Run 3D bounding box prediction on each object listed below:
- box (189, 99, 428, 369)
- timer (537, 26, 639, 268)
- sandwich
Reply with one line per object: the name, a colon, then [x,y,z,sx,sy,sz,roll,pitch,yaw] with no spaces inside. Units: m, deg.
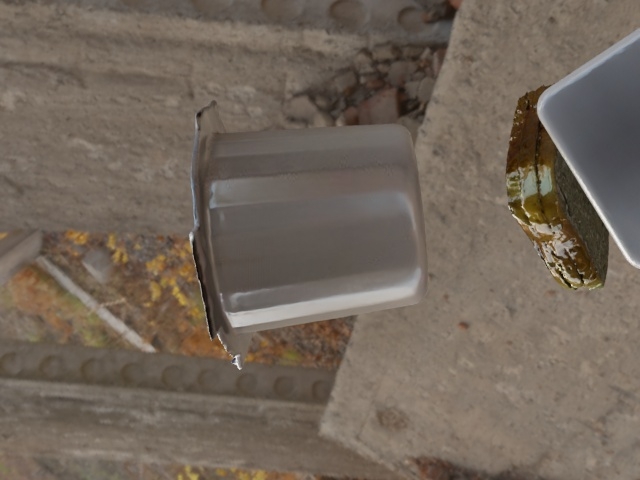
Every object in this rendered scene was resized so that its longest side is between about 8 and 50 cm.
box: [0.000,0.000,0.776,0.206,0.263,0.291,-6,149,5]
timer: [0.352,-0.110,0.723,0.192,0.195,0.194,-33,84,32]
sandwich: [0.428,-0.084,1.336,0.099,0.271,0.301,-13,136,32]
